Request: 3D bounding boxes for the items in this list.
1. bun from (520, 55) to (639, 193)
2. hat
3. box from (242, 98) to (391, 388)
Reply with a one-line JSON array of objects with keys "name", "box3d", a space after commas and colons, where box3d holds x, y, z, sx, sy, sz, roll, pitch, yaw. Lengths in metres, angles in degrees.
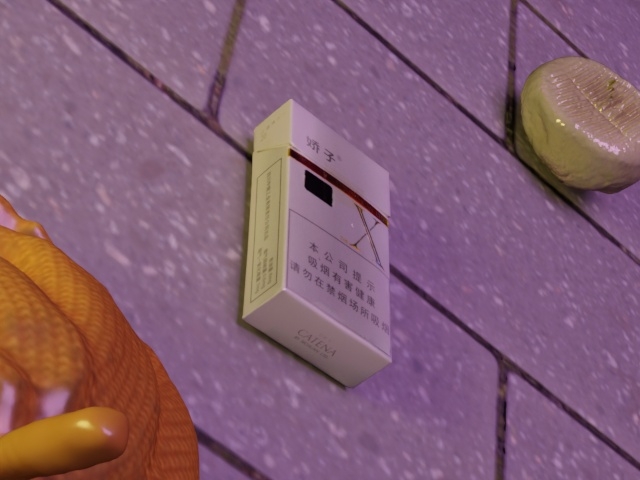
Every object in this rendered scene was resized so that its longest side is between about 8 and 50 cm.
[{"name": "bun", "box3d": [0.197, -0.082, 1.277, 0.115, 0.069, 0.115, 15, 44, -16]}, {"name": "hat", "box3d": [-0.101, 0.063, 0.514, 0.233, 0.233, 0.244, 29, 65, -19]}, {"name": "box", "box3d": [0.000, 0.000, 0.963, 0.084, 0.040, 0.154, 33, 38, -28]}]
